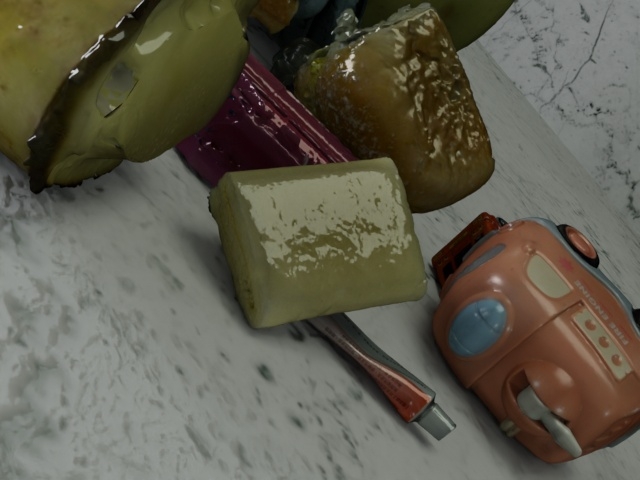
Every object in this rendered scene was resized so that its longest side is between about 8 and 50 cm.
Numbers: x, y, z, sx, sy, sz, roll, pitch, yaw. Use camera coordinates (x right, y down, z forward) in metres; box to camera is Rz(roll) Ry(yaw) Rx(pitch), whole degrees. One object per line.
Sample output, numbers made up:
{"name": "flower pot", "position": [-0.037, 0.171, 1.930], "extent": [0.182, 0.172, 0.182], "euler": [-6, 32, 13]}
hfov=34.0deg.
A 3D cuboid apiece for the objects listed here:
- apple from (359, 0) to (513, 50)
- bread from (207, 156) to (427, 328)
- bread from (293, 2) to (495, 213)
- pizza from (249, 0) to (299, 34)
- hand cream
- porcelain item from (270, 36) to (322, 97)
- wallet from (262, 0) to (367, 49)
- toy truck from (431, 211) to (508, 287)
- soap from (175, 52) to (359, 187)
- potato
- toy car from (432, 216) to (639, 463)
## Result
{"name": "apple", "position": [0.112, -0.492, 1.675], "extent": [0.474, 0.473, 0.473], "euler": [40, 21, -18]}
{"name": "bread", "position": [0.000, 0.000, 0.910], "extent": [0.178, 0.060, 0.139], "euler": [-5, 77, -34]}
{"name": "bread", "position": [0.064, -0.145, 1.200], "extent": [0.176, 0.195, 0.246], "euler": [-25, 98, -30]}
{"name": "pizza", "position": [-0.214, -0.425, 1.350], "extent": [0.440, 0.130, 0.406], "euler": [43, 6, -11]}
{"name": "hand cream", "position": [0.037, 0.101, 0.951], "extent": [0.216, 0.038, 0.052], "euler": [42, -5, 6]}
{"name": "porcelain item", "position": [-0.030, -0.199, 1.338], "extent": [0.081, 0.069, 0.215], "euler": [49, 18, -13]}
{"name": "wallet", "position": [-0.068, -0.397, 1.455], "extent": [0.075, 0.237, 0.342], "euler": [-28, 75, -24]}
{"name": "toy truck", "position": [0.266, 0.082, 1.337], "extent": [0.253, 0.107, 0.114], "euler": [37, 22, -21]}
{"name": "soap", "position": [-0.059, -0.105, 1.051], "extent": [0.250, 0.099, 0.162], "euler": [45, 20, -6]}
{"name": "potato", "position": [-0.187, -0.172, 0.774], "extent": [0.242, 0.242, 0.285], "euler": [46, 36, 0]}
{"name": "toy car", "position": [0.234, 0.112, 1.133], "extent": [0.270, 0.180, 0.212], "euler": [53, 30, 15]}
